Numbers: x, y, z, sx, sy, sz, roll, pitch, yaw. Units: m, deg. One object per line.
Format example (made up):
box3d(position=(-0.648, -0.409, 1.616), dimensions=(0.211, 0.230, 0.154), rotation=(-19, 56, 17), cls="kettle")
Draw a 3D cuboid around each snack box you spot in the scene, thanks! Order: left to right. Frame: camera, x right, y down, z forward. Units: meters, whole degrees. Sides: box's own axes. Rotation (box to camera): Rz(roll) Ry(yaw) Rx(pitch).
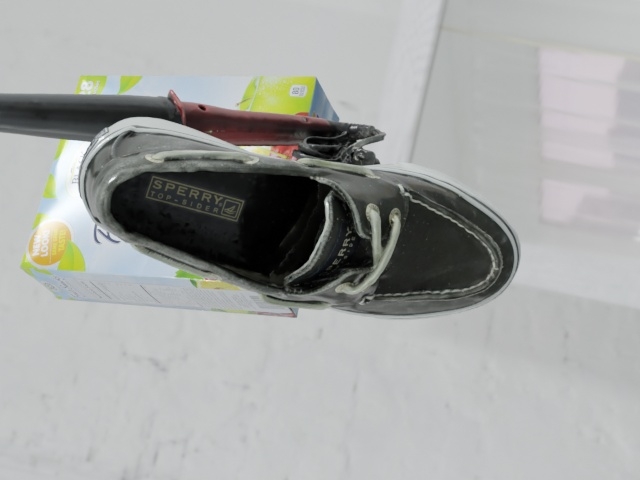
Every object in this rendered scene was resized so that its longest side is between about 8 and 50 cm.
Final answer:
box3d(position=(-0.105, -0.037, 0.925), dimensions=(0.070, 0.207, 0.174), rotation=(55, -139, -58), cls="snack box")

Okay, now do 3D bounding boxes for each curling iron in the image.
box3d(position=(-0.072, -0.065, 0.683), dimensions=(0.068, 0.274, 0.035), rotation=(23, 105, 54), cls="curling iron")

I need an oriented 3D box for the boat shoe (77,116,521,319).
box3d(position=(0.000, 0.000, 0.548), dimensions=(0.070, 0.219, 0.078), rotation=(-137, 60, -66), cls="boat shoe")
